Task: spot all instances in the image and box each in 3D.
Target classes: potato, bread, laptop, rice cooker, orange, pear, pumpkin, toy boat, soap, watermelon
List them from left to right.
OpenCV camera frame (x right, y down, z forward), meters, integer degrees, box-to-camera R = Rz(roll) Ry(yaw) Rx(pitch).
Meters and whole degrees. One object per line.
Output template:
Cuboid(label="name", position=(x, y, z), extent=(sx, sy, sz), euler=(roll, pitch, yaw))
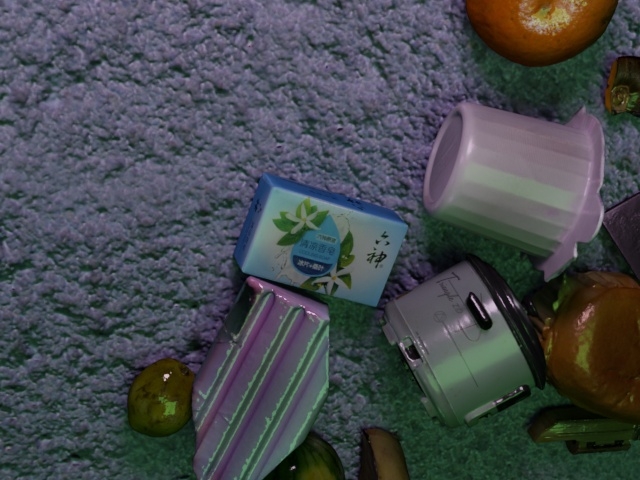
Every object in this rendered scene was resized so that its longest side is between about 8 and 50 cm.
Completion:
Cuboid(label="pear", position=(-0.244, 0.246, 1.695), extent=(0.107, 0.107, 0.131), euler=(31, 109, -23))
Cuboid(label="soap", position=(-0.094, 0.230, 1.682), extent=(0.193, 0.109, 0.324), euler=(27, 96, 0))
Cuboid(label="watermelon", position=(-0.058, 0.434, 1.806), extent=(0.204, 0.127, 0.232), euler=(16, 108, -13))
Cuboid(label="potato", position=(0.117, 0.449, 1.854), extent=(0.098, 0.138, 0.243), euler=(-2, 115, -19))
Cuboid(label="rice cooker", position=(0.234, 0.155, 1.709), extent=(0.227, 0.241, 0.280), euler=(-28, 155, 1))
Cuboid(label="orange", position=(0.314, -0.362, 1.557), extent=(0.224, 0.170, 0.224), euler=(1, 117, 2))
Cuboid(label="toy boat", position=(0.478, 0.339, 1.940), extent=(0.226, 0.068, 0.088), euler=(-3, 118, -14))
Cuboid(label="pumpkin", position=(0.482, -0.244, 1.725), extent=(0.073, 0.035, 0.101), euler=(-5, 110, -25))
Cuboid(label="bread", position=(0.526, 0.185, 1.826), extent=(0.388, 0.183, 0.236), euler=(10, 106, -18))
Cuboid(label="laptop", position=(0.576, -0.032, 1.803), extent=(0.197, 0.016, 0.135), euler=(-29, 78, -1))

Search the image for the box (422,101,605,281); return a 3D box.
Cuboid(label="box", position=(0.275, -0.081, 1.613), extent=(0.206, 0.291, 0.262), euler=(15, 111, -9))

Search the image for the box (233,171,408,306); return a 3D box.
Cuboid(label="box", position=(0.000, 0.000, 1.670), extent=(0.232, 0.083, 0.143), euler=(16, 105, -19))
